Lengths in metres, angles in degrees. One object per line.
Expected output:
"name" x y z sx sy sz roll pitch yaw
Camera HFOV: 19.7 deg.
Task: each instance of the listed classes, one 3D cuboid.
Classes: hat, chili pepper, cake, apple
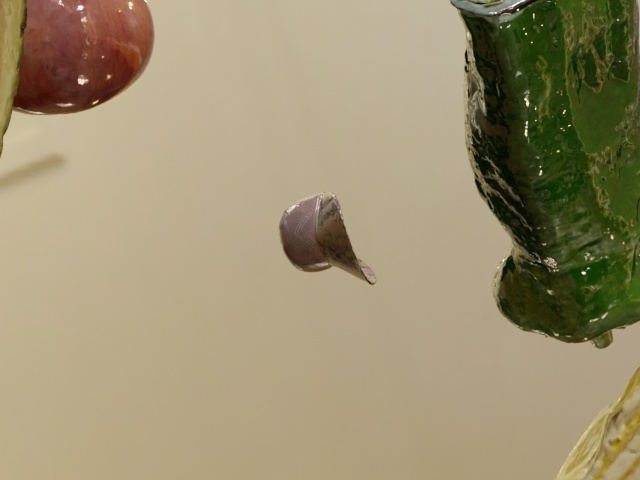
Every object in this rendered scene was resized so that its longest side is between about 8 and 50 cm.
"hat" -0.001 0.002 1.099 0.058 0.042 0.087 63 -2 -28
"chili pepper" 0.133 -0.045 0.999 0.136 0.099 0.270 -73 157 -51
"cake" 0.152 0.114 0.910 0.079 0.116 0.185 49 -37 5
"apple" -0.211 -0.173 1.519 0.153 0.153 0.120 28 -47 53

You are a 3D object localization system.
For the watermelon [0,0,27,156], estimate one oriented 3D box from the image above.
"watermelon" -0.199 -0.036 0.860 0.159 0.128 0.303 12 -98 42
